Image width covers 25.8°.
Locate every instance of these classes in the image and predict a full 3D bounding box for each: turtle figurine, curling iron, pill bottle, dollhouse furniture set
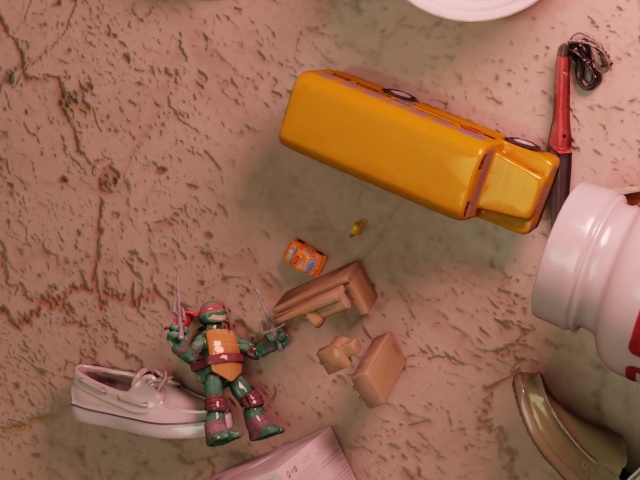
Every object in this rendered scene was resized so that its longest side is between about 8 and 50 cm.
[{"bbox_3d":[-0.129,0.161,1.923,0.118,0.175,0.234,135,124,-64],"label":"turtle figurine"},{"bbox_3d":[0.314,-0.122,1.748,0.068,0.035,0.274,11,102,19],"label":"curling iron"},{"bbox_3d":[0.461,0.079,1.587,0.408,0.229,0.229,21,106,20],"label":"pill bottle"},{"bbox_3d":[0.017,0.140,1.862,0.123,0.144,0.151,-24,104,27],"label":"dollhouse furniture set"}]

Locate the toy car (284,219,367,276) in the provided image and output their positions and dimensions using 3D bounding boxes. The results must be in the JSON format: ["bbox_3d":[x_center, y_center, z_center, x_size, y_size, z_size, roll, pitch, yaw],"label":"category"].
[{"bbox_3d":[0.000,0.000,1.885,0.060,0.040,0.122,48,112,7],"label":"toy car"}]

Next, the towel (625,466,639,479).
[{"bbox_3d":[0.448,0.314,1.733,0.152,0.023,0.113,35,105,-25],"label":"towel"}]

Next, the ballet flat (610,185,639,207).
[{"bbox_3d":[0.388,-0.042,1.725,0.168,0.052,0.057,-16,92,23],"label":"ballet flat"}]

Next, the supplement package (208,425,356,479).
[{"bbox_3d":[-0.043,0.427,1.886,0.198,0.199,0.262,-25,89,23],"label":"supplement package"}]

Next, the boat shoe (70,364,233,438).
[{"bbox_3d":[-0.246,0.224,1.986,0.258,0.095,0.084,3,104,19],"label":"boat shoe"}]

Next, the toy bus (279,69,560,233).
[{"bbox_3d":[0.125,-0.113,1.764,0.333,0.130,0.108,25,107,21],"label":"toy bus"}]

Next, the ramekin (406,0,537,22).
[{"bbox_3d":[0.201,-0.405,1.691,0.277,0.135,0.277,4,101,20],"label":"ramekin"}]

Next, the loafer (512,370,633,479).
[{"bbox_3d":[0.339,0.265,1.774,0.092,0.102,0.268,-34,99,11],"label":"loafer"}]
